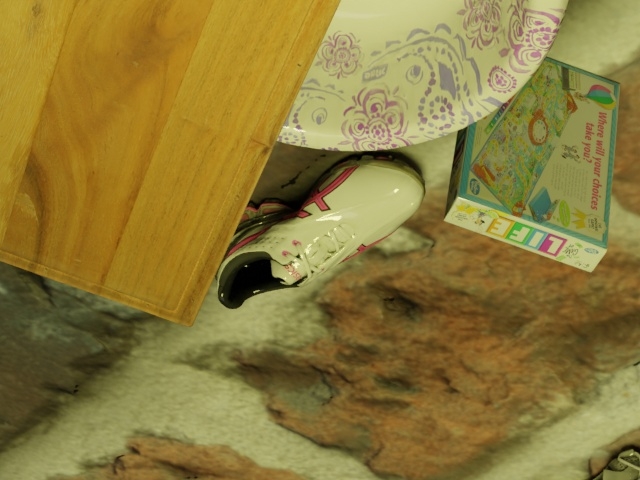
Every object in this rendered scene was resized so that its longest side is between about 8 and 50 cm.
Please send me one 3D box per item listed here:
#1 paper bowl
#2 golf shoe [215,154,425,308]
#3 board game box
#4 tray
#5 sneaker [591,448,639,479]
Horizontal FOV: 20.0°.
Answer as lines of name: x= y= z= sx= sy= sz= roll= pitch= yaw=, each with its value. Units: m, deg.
paper bowl: x=0.009 y=-0.200 z=1.067 sx=0.284 sy=0.148 sz=0.284 roll=7 pitch=140 yaw=6
golf shoe: x=0.000 y=0.000 z=1.346 sx=0.186 sy=0.086 sz=0.067 roll=-24 pitch=126 yaw=33
board game box: x=0.141 y=-0.059 z=1.189 sx=0.103 sy=0.154 sz=0.026 roll=19 pitch=139 yaw=-7
tray: x=-0.108 y=-0.120 z=1.023 sx=0.202 sy=0.076 sz=0.411 roll=20 pitch=139 yaw=-7
sneaker: x=0.289 y=0.222 z=1.510 sx=0.115 sy=0.105 sz=0.281 roll=32 pitch=136 yaw=-21
